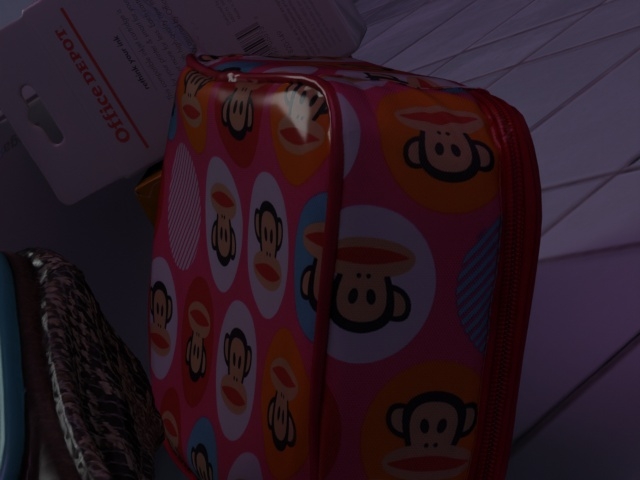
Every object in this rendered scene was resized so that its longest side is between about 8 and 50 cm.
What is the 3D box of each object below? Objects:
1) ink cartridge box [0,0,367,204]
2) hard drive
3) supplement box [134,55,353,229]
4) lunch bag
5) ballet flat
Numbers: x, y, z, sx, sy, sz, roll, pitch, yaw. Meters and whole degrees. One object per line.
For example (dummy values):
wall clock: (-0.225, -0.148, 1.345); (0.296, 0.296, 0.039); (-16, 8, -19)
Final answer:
ink cartridge box: (-0.088, -0.116, 1.119); (0.198, 0.115, 0.067); (-28, 12, 13)
hard drive: (-0.164, 0.034, 1.235); (0.040, 0.307, 0.203); (20, 41, 30)
supplement box: (0.000, 0.000, 1.187); (0.129, 0.191, 0.194); (-28, 10, 9)
lunch bag: (-0.005, 0.043, 0.938); (0.120, 0.258, 0.293); (3, 9, -19)
ballet flat: (-0.098, 0.160, 0.705); (0.164, 0.182, 0.483); (-41, 20, 13)
